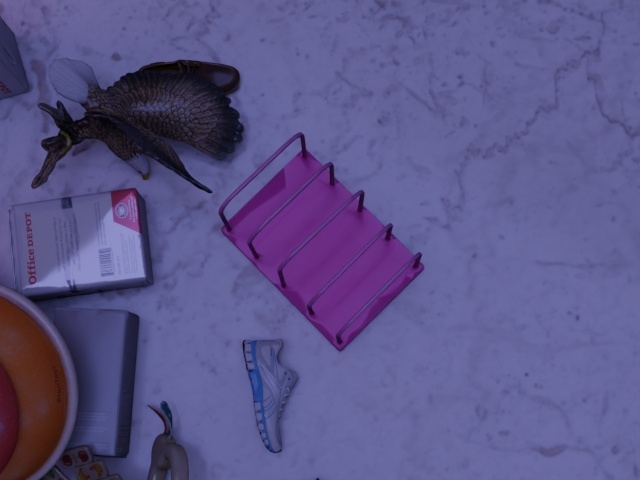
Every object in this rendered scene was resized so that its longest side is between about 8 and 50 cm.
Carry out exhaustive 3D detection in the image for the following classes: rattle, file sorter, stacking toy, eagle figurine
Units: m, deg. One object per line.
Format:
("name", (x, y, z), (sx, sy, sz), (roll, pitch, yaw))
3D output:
("rattle", (-0.212, 0.363, 1.806), (0.142, 0.130, 0.200), (4, 49, -14))
("file sorter", (0.000, 0.000, 1.797), (0.202, 0.182, 0.290), (-44, 82, -6))
("stacking toy", (-0.573, 0.252, 1.525), (0.350, 0.480, 0.351), (1, 97, 9))
("eagle figurine", (-0.300, -0.180, 1.831), (0.298, 0.225, 0.227), (-1, 79, 20))

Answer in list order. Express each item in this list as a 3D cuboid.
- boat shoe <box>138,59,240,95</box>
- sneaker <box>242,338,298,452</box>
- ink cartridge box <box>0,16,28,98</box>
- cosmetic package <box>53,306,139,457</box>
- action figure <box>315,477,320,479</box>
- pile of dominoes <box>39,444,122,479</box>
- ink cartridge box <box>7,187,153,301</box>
("boat shoe", (-0.229, -0.279, 1.913), (0.177, 0.060, 0.064), (0, 80, 2))
("sneaker", (-0.073, 0.250, 1.817), (0.082, 0.071, 0.191), (-10, 80, -5))
("ink cartridge box", (-0.663, -0.296, 1.858), (0.289, 0.211, 0.122), (-15, 79, -2))
("cosmetic package", (-0.373, 0.230, 1.814), (0.127, 0.107, 0.238), (4, 78, 4))
("action figure", (0.050, 0.518, 1.752), (0.185, 0.099, 0.285), (-41, 85, -14))
("pile of dominoes", (-0.359, 0.450, 1.748), (0.251, 0.040, 0.196), (44, 115, 1))
("ink cartridge box", (-0.399, 0.010, 1.856), (0.217, 0.092, 0.159), (-7, 80, -1))
